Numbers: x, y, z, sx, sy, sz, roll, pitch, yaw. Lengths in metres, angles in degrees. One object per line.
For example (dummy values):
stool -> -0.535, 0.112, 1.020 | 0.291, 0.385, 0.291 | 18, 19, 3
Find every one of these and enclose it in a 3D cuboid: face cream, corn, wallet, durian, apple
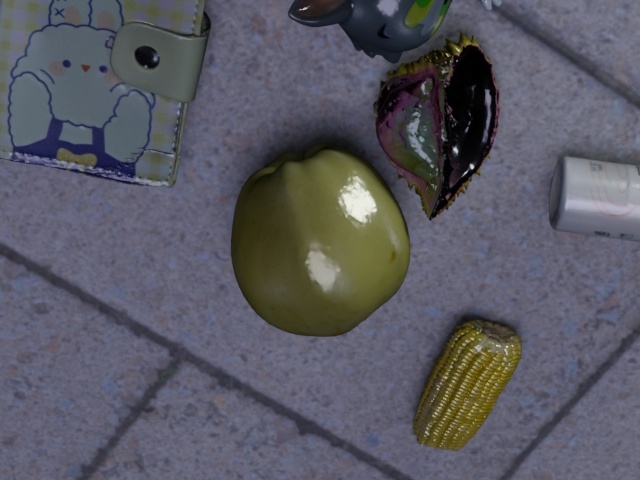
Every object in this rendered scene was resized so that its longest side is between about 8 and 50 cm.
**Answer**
face cream -> 0.377, -0.033, 2.018 | 0.269, 0.082, 0.082 | 6, 120, -3
corn -> 0.160, 0.163, 2.147 | 0.085, 0.063, 0.165 | 3, 126, -29
wallet -> -0.225, -0.205, 1.931 | 0.223, 0.077, 0.309 | 12, 122, -2
durian -> 0.112, -0.134, 1.971 | 0.108, 0.119, 0.186 | 20, 123, 33
apple -> 0.000, 0.000, 1.986 | 0.200, 0.200, 0.200 | 0, 120, 1

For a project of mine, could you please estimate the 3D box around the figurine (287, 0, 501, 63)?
figurine -> 0.085, -0.295, 1.839 | 0.140, 0.193, 0.265 | 16, 101, 33
